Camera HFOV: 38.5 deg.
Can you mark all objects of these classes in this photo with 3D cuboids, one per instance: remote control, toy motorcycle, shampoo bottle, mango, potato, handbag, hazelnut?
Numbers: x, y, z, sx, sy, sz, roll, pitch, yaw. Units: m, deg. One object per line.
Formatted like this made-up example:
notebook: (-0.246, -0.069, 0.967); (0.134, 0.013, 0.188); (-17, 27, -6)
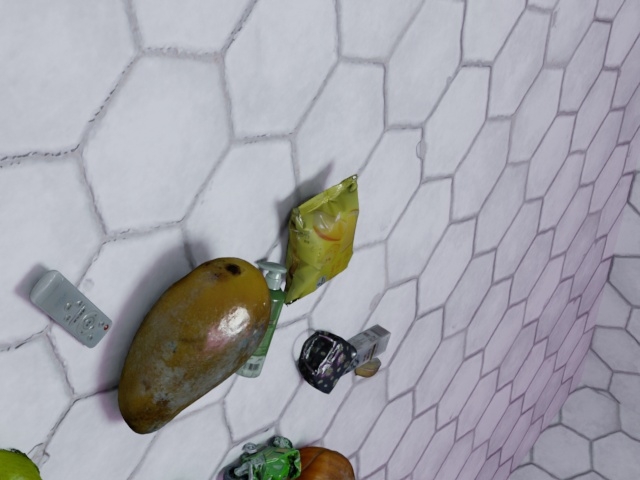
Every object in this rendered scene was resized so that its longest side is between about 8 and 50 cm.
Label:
remote control: (-0.326, 0.090, 1.201); (0.050, 0.027, 0.184); (-51, 155, -15)
toy motorcycle: (-0.102, 0.447, 1.801); (0.190, 0.106, 0.074); (-25, 135, -50)
shampoo bottle: (-0.104, 0.132, 1.564); (0.065, 0.065, 0.204); (-10, 124, -55)
mango: (-0.197, 0.160, 1.363); (0.316, 0.146, 0.193); (-51, 152, 10)
potato: (0.114, 0.297, 2.093); (0.093, 0.036, 0.037); (-10, 120, -57)
handbag: (-0.001, 0.229, 1.809); (0.115, 0.072, 0.139); (-55, 147, -7)
hazelnut: (-0.013, 0.530, 1.953); (0.182, 0.182, 0.182); (-39, 145, -35)

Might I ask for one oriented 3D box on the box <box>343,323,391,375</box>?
box: (0.074, 0.241, 1.974); (0.218, 0.039, 0.055); (-21, 134, -50)

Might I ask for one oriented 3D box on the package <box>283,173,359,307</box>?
package: (0.000, 0.000, 1.580); (0.168, 0.090, 0.226); (-36, 146, -35)

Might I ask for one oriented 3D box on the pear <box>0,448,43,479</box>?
pear: (-0.367, 0.404, 1.180); (0.164, 0.255, 0.238); (-39, 140, -32)
